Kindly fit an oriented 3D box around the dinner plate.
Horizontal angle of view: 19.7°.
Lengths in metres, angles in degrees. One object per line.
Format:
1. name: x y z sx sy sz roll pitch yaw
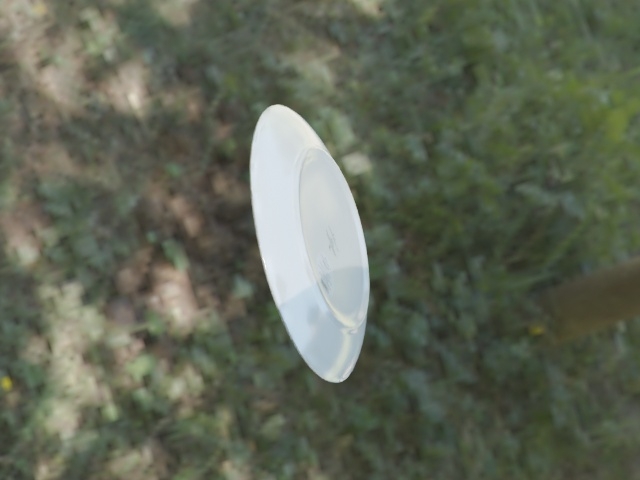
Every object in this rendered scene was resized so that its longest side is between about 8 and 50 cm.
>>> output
1. dinner plate: 0.000 0.000 0.912 0.141 0.017 0.141 -13 90 -70
